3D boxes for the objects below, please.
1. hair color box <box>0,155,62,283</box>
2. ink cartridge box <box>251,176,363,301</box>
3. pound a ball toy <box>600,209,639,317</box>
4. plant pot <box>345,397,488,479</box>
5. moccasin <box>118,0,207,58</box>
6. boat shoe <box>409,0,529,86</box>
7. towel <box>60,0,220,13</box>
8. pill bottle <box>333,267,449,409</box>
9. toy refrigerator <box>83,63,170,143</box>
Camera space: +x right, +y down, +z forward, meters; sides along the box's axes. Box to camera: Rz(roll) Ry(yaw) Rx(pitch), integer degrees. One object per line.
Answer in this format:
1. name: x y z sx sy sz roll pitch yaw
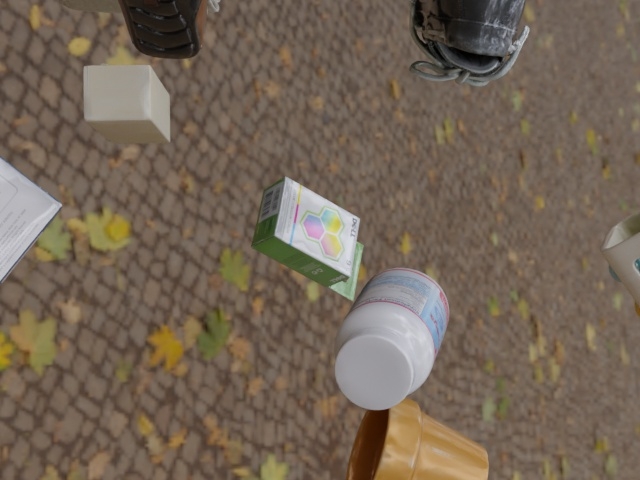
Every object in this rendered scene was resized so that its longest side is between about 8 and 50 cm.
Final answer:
1. hair color box: -0.525 -0.084 1.388 0.347 0.105 0.174 39 79 -11
2. ink cartridge box: 0.000 0.000 1.664 0.209 0.062 0.109 30 54 -30
3. pound a ball toy: 0.599 0.092 1.774 0.319 0.136 0.208 53 33 -7
4. plant pot: 0.161 0.368 1.742 0.205 0.188 0.205 -162 -90 -82
5. moccasin: -0.177 -0.355 1.252 0.380 0.139 0.146 84 9 -71
6. boat shoe: 0.136 -0.194 0.984 0.306 0.113 0.104 -117 -146 -83
7. towel: -0.309 -0.419 1.696 0.187 0.282 0.049 63 34 -69
8. pill bottle: 0.061 0.086 0.945 0.160 0.087 0.087 -50 127 -69
9. toy refrigerator: -0.306 -0.219 1.734 0.269 0.102 0.094 128 -39 -88
